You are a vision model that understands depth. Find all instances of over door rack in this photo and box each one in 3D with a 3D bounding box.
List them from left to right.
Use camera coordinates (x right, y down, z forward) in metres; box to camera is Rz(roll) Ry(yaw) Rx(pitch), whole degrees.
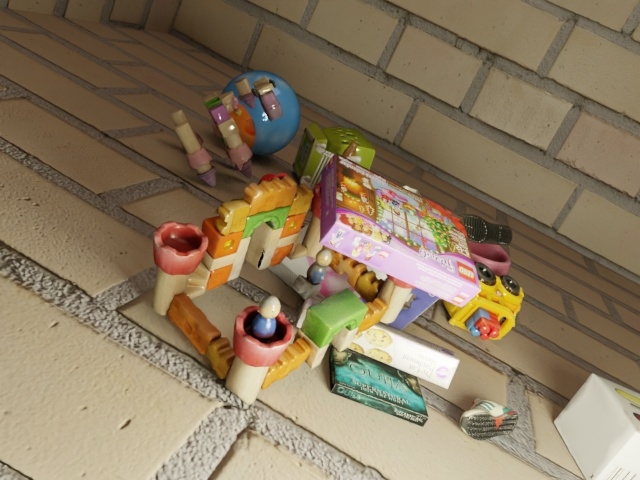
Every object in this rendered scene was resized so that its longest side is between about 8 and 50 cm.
[{"bbox_3d":[0.092,-0.107,1.714,0.324,0.240,0.108,27,25,3],"label":"over door rack"}]

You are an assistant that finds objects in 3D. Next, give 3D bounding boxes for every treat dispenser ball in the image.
[{"bbox_3d":[-0.212,-0.439,2.072,0.288,0.288,0.288,23,20,-9],"label":"treat dispenser ball"}]

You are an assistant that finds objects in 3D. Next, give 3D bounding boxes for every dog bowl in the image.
[{"bbox_3d":[0.404,0.040,1.862,0.408,0.150,0.408,23,21,-9],"label":"dog bowl"}]

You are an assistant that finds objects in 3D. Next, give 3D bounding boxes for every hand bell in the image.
[{"bbox_3d":[0.055,-0.196,1.873,0.126,0.242,0.126,24,20,-9],"label":"hand bell"}]

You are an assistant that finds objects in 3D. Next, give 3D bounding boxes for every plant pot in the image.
[{"bbox_3d":[0.034,-0.273,2.078,0.207,0.228,0.227,13,24,-20],"label":"plant pot"}]

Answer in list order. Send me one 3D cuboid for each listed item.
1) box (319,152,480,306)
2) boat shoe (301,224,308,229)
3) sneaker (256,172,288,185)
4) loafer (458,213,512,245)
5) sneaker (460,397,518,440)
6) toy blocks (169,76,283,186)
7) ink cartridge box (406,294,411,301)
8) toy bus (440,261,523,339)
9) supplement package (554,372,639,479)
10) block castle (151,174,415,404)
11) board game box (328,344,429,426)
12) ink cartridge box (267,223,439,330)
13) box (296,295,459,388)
[{"bbox_3d":[0.137,-0.021,1.058,0.293,0.057,0.201,24,38,-19],"label":"box"},{"bbox_3d":[-0.001,0.002,1.606,0.133,0.049,0.042,25,25,3],"label":"boat shoe"},{"bbox_3d":[-0.121,-0.142,1.701,0.107,0.118,0.279,21,21,-16],"label":"sneaker"},{"bbox_3d":[0.473,-0.023,1.800,0.220,0.080,0.078,15,-10,-26],"label":"loafer"},{"bbox_3d":[0.310,0.341,1.161,0.161,0.057,0.075,9,10,-37],"label":"sneaker"},{"bbox_3d":[-0.244,-0.294,1.749,0.260,0.309,0.288,64,-5,-26],"label":"toy blocks"},{"bbox_3d":[0.132,0.074,1.528,0.208,0.087,0.153,10,26,-36],"label":"ink cartridge box"},{"bbox_3d":[0.441,0.187,1.580,0.220,0.149,0.211,22,33,-20],"label":"toy bus"},{"bbox_3d":[0.635,0.414,1.226,0.203,0.149,0.194,24,20,-11],"label":"supplement package"},{"bbox_3d":[-0.041,0.045,1.050,0.453,0.213,0.303,-20,52,-44],"label":"block castle"},{"bbox_3d":[0.104,0.266,1.112,0.186,0.026,0.126,23,21,-11],"label":"board game box"},{"bbox_3d":[0.102,0.055,1.364,0.330,0.071,0.324,37,51,28],"label":"ink cartridge box"},{"bbox_3d":[0.111,0.197,1.188,0.324,0.067,0.063,23,6,0],"label":"box"}]
